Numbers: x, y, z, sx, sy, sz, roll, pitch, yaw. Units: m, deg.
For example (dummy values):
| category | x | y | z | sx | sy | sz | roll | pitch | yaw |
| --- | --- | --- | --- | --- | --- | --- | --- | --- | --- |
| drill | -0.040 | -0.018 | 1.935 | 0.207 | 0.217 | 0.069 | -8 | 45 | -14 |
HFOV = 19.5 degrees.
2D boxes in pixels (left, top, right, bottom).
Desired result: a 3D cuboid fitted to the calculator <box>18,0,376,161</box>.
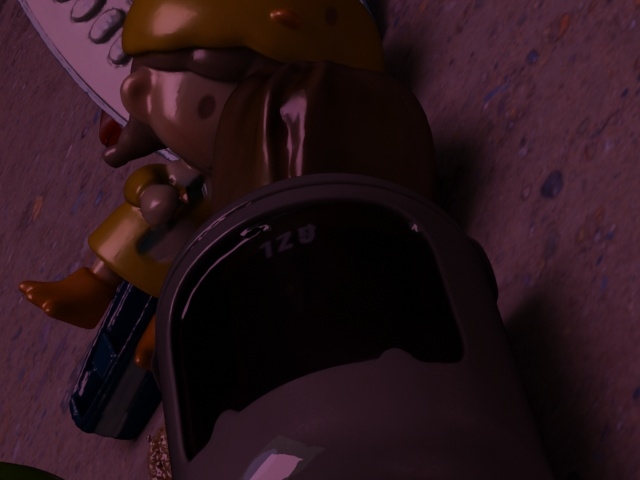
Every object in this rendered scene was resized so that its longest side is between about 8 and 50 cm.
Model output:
| category | x | y | z | sx | sy | sz | roll | pitch | yaw |
| --- | --- | --- | --- | --- | --- | --- | --- | --- | --- |
| calculator | -0.132 | -0.236 | 1.675 | 0.256 | 0.054 | 0.386 | -45 | 66 | 5 |

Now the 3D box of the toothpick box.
| category | x | y | z | sx | sy | sz | roll | pitch | yaw |
| --- | --- | --- | --- | --- | --- | --- | --- | --- | --- |
| toothpick box | 0.023 | 0.133 | 1.032 | 0.229 | 0.229 | 0.316 | -55 | 24 | 23 |

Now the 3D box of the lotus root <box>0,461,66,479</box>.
| category | x | y | z | sx | sy | sz | roll | pitch | yaw |
| --- | --- | --- | --- | --- | --- | --- | --- | --- | --- |
| lotus root | -0.225 | 0.263 | 1.534 | 0.186 | 0.186 | 0.186 | -49 | 25 | 33 |

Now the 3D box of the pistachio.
| category | x | y | z | sx | sy | sz | roll | pitch | yaw |
| --- | --- | --- | --- | --- | --- | --- | --- | --- | --- |
| pistachio | 0.000 | 0.000 | 1.308 | 0.213 | 0.163 | 0.260 | 16 | -102 | -73 |

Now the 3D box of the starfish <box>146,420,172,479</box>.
| category | x | y | z | sx | sy | sz | roll | pitch | yaw |
| --- | --- | --- | --- | --- | --- | --- | --- | --- | --- |
| starfish | -0.105 | 0.209 | 1.425 | 0.216 | 0.071 | 0.238 | -96 | 31 | -63 |

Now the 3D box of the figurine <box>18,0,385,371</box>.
| category | x | y | z | sx | sy | sz | roll | pitch | yaw |
| --- | --- | --- | --- | --- | --- | --- | --- | --- | --- |
| figurine | -0.091 | -0.070 | 1.480 | 0.344 | 0.215 | 0.187 | -61 | 17 | -2 |

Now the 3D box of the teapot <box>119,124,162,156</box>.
| category | x | y | z | sx | sy | sz | roll | pitch | yaw |
| --- | --- | --- | --- | --- | --- | --- | --- | --- | --- |
| teapot | -0.109 | -0.198 | 1.801 | 0.300 | 0.166 | 0.208 | -58 | -20 | -4 |

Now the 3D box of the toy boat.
| category | x | y | z | sx | sy | sz | roll | pitch | yaw |
| --- | --- | --- | --- | --- | --- | --- | --- | --- | --- |
| toy boat | -0.135 | 0.042 | 1.684 | 0.299 | 0.061 | 0.096 | -62 | 20 | 7 |

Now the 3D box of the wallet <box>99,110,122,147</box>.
| category | x | y | z | sx | sy | sz | roll | pitch | yaw |
| --- | --- | --- | --- | --- | --- | --- | --- | --- | --- |
| wallet | -0.179 | -0.203 | 2.096 | 0.204 | 0.045 | 0.142 | -41 | 33 | 48 |
